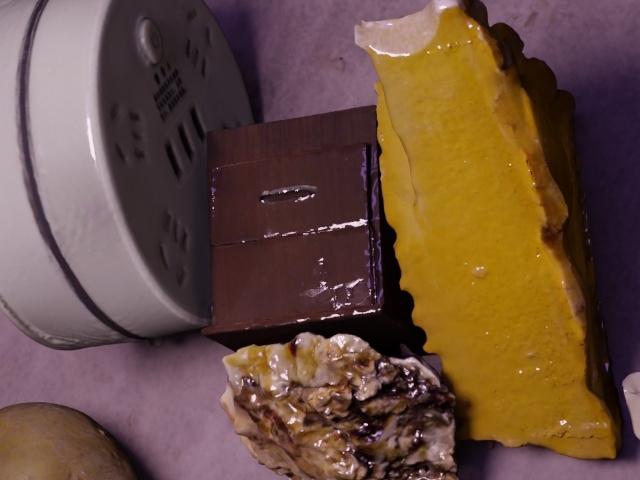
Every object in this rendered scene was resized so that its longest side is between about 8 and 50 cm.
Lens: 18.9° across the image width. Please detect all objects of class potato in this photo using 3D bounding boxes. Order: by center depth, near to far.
[{"bbox_3d":[-0.270,0.241,1.787,0.235,0.160,0.178,-4,34,36],"label":"potato"}]

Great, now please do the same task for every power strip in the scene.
[{"bbox_3d":[-0.182,-0.066,1.748,0.161,0.357,0.358,-10,71,21],"label":"power strip"}]

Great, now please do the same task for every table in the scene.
[{"bbox_3d":[0.000,0.000,1.731,0.169,0.172,0.193,-8,72,20],"label":"table"}]

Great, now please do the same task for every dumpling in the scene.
[{"bbox_3d":[0.295,0.147,1.642,0.076,0.057,0.052,37,130,50],"label":"dumpling"}]

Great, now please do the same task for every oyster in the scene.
[{"bbox_3d":[0.017,0.177,1.671,0.222,0.083,0.214,-6,114,29],"label":"oyster"}]

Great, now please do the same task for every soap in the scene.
[{"bbox_3d":[0.137,0.006,1.600,0.169,0.304,0.339,-14,70,22],"label":"soap"}]
